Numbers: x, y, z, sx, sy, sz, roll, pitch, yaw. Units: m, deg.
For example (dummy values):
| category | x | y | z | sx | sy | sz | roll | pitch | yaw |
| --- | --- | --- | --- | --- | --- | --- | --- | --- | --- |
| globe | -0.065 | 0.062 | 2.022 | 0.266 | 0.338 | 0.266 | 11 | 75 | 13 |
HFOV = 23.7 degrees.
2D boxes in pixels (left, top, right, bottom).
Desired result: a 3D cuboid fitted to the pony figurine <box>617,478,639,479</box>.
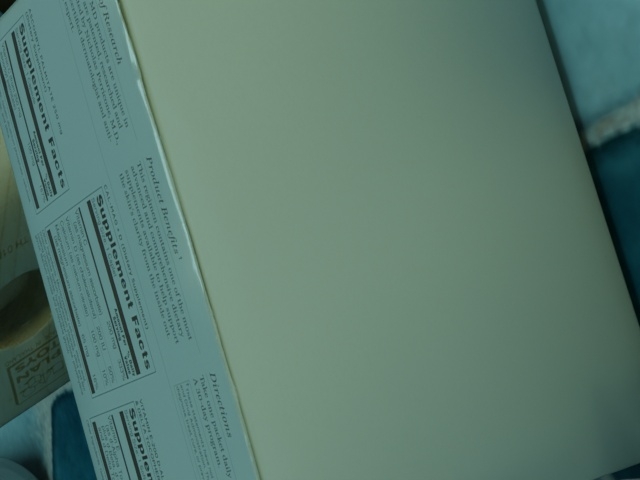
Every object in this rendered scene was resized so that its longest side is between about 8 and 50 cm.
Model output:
| category | x | y | z | sx | sy | sz | roll | pitch | yaw |
| --- | --- | --- | --- | --- | --- | --- | --- | --- | --- |
| pony figurine | 0.048 | 0.234 | 0.599 | 0.351 | 0.363 | 0.303 | 11 | 102 | 38 |

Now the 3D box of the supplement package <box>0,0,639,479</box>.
| category | x | y | z | sx | sy | sz | roll | pitch | yaw |
| --- | --- | --- | --- | --- | --- | --- | --- | --- | --- |
| supplement package | 0.000 | 0.000 | 0.659 | 0.145 | 0.204 | 0.262 | -25 | 80 | 57 |

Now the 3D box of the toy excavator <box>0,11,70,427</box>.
| category | x | y | z | sx | sy | sz | roll | pitch | yaw |
| --- | --- | --- | --- | --- | --- | --- | --- | --- | --- |
| toy excavator | -0.305 | -0.031 | 1.018 | 0.445 | 0.222 | 0.433 | 41 | 152 | 28 |

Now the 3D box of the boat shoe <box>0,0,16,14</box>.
| category | x | y | z | sx | sy | sz | roll | pitch | yaw |
| --- | --- | --- | --- | --- | --- | --- | --- | --- | --- |
| boat shoe | -0.171 | -0.182 | 0.975 | 0.104 | 0.089 | 0.285 | 21 | 126 | 22 |

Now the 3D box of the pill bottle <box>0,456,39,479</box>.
| category | x | y | z | sx | sy | sz | roll | pitch | yaw |
| --- | --- | --- | --- | --- | --- | --- | --- | --- | --- |
| pill bottle | -0.316 | 0.250 | 1.285 | 0.221 | 0.121 | 0.121 | -23 | 82 | 56 |
